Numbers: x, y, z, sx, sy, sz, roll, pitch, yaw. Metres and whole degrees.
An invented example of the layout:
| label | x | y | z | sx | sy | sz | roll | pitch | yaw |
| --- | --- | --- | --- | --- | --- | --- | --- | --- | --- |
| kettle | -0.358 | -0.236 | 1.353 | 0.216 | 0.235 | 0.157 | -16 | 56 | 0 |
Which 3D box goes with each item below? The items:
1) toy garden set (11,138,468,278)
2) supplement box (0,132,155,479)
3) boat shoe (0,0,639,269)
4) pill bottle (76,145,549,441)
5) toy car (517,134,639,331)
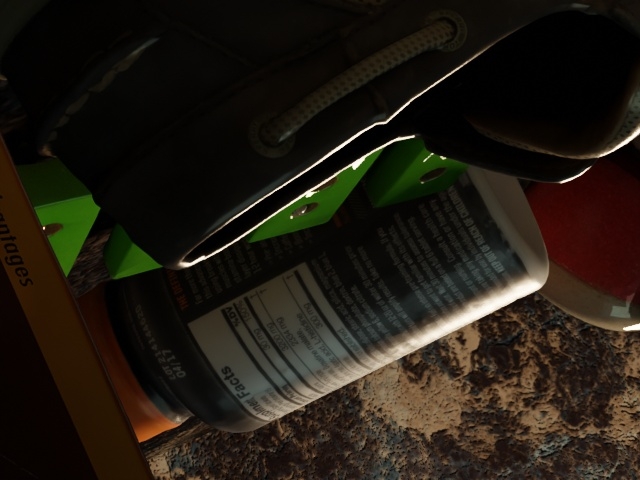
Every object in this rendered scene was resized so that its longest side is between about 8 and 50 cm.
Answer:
| label | x | y | z | sx | sy | sz | roll | pitch | yaw |
| --- | --- | --- | --- | --- | --- | --- | --- | --- | --- |
| toy garden set | -0.023 | -0.057 | 0.763 | 0.244 | 0.049 | 0.204 | -15 | 162 | -25 |
| supplement box | -0.179 | 0.070 | 0.580 | 0.194 | 0.191 | 0.129 | -18 | 169 | -41 |
| boat shoe | 0.062 | -0.080 | 0.576 | 0.355 | 0.130 | 0.132 | -21 | 171 | -27 |
| pill bottle | -0.014 | 0.018 | 0.984 | 0.246 | 0.130 | 0.130 | -27 | 172 | 13 |
| toy car | 0.231 | -0.068 | 1.142 | 0.210 | 0.219 | 0.238 | -14 | 138 | -56 |
